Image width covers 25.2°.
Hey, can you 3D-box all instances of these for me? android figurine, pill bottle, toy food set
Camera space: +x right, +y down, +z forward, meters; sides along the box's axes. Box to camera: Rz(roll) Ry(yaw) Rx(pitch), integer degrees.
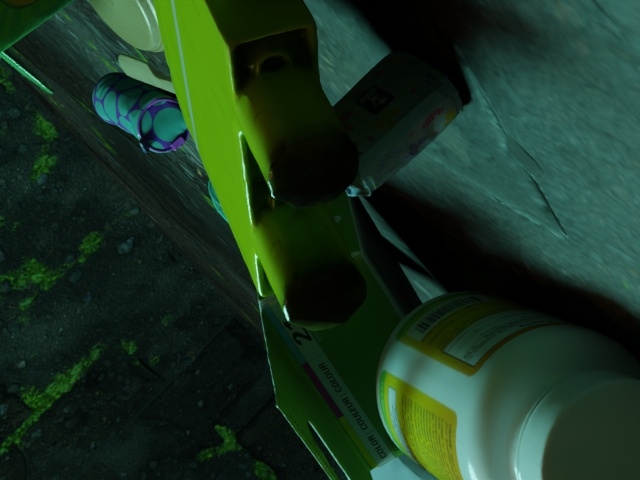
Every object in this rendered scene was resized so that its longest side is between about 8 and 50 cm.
[{"bbox_3d":[-0.040,-0.090,0.734,0.273,0.056,0.248,-115,13,-44],"label":"android figurine"},{"bbox_3d":[0.137,0.116,0.940,0.136,0.136,0.245,46,172,-16],"label":"pill bottle"},{"bbox_3d":[-0.158,-0.208,1.147,0.132,0.038,0.192,27,151,50],"label":"toy food set"}]

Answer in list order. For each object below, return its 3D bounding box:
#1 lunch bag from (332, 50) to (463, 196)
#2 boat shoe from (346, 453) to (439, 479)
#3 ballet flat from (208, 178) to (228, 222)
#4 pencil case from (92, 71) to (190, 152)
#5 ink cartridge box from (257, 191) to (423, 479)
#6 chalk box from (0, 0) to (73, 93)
[{"bbox_3d":[0.034,-0.062,0.764,0.053,0.071,0.083,48,175,-10],"label":"lunch bag"},{"bbox_3d":[0.116,0.264,1.359,0.228,0.080,0.076,39,-161,30],"label":"boat shoe"},{"bbox_3d":[0.000,0.000,1.325,0.247,0.083,0.087,40,-164,31],"label":"ballet flat"},{"bbox_3d":[-0.198,-0.141,1.584,0.151,0.064,0.070,34,151,56],"label":"pencil case"},{"bbox_3d":[0.037,0.098,1.100,0.189,0.097,0.255,57,-171,-28],"label":"ink cartridge box"},{"bbox_3d":[-0.315,-0.227,1.127,0.289,0.179,0.180,59,166,-28],"label":"chalk box"}]
